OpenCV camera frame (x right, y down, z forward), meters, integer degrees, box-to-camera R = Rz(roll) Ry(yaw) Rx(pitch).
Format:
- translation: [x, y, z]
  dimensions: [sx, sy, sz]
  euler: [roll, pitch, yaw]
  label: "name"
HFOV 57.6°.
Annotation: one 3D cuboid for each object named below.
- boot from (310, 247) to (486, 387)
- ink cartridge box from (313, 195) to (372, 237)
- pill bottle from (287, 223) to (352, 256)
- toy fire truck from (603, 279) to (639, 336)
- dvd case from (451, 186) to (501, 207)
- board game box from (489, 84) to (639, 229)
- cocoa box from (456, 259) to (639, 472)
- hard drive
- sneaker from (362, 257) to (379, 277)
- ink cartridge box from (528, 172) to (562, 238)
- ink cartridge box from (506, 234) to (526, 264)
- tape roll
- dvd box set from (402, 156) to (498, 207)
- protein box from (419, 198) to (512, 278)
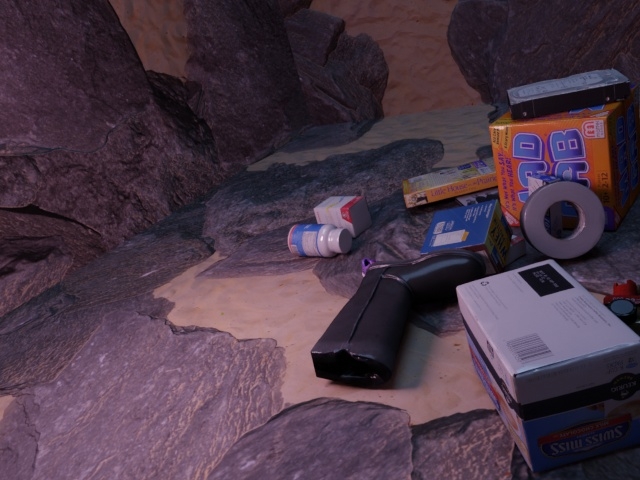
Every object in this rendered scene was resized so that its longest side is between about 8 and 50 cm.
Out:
- translation: [0.214, 0.191, 1.506]
  dimensions: [0.367, 0.146, 0.445]
  euler: [-13, 18, 30]
  label: "boot"
- translation: [0.088, -0.095, 2.297]
  dimensions: [0.176, 0.128, 0.127]
  euler: [3, 29, 39]
  label: "ink cartridge box"
- translation: [0.000, 0.000, 2.139]
  dimensions: [0.221, 0.124, 0.124]
  euler: [1, 28, 35]
  label: "pill bottle"
- translation: [0.753, 0.140, 1.296]
  dimensions: [0.217, 0.158, 0.246]
  euler: [-4, 36, 29]
  label: "toy fire truck"
- translation: [0.620, -0.164, 2.226]
  dimensions: [0.179, 0.029, 0.238]
  euler: [-16, 21, 0]
  label: "dvd case"
- translation: [0.816, -0.273, 1.911]
  dimensions: [0.356, 0.356, 0.356]
  euler: [4, 29, 41]
  label: "board game box"
- translation: [0.442, 0.230, 1.151]
  dimensions: [0.231, 0.228, 0.347]
  euler: [-16, 22, 2]
  label: "cocoa box"
- translation: [0.771, -0.466, 1.841]
  dimensions: [0.339, 0.064, 0.237]
  euler: [-7, 23, 18]
  label: "hard drive"
- translation: [0.180, 0.099, 1.851]
  dimensions: [0.068, 0.071, 0.170]
  euler: [-27, 25, -25]
  label: "sneaker"
- translation: [0.687, -0.096, 1.778]
  dimensions: [0.046, 0.207, 0.097]
  euler: [-17, 22, -14]
  label: "ink cartridge box"
- translation: [0.550, 0.021, 1.799]
  dimensions: [0.099, 0.056, 0.135]
  euler: [-25, 24, -19]
  label: "ink cartridge box"
- translation: [0.689, -0.059, 1.666]
  dimensions: [0.219, 0.219, 0.072]
  euler: [-13, 2, 7]
  label: "tape roll"
- translation: [0.543, -0.242, 2.362]
  dimensions: [0.420, 0.062, 0.307]
  euler: [-14, 15, 10]
  label: "dvd box set"
- translation: [0.432, 0.008, 1.712]
  dimensions: [0.201, 0.136, 0.200]
  euler: [-11, 35, 37]
  label: "protein box"
